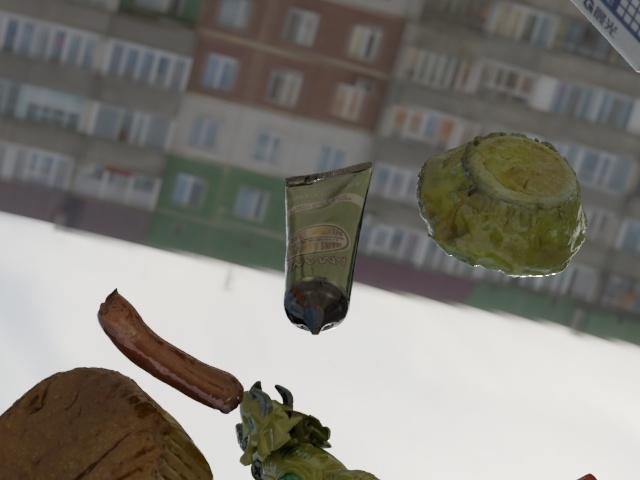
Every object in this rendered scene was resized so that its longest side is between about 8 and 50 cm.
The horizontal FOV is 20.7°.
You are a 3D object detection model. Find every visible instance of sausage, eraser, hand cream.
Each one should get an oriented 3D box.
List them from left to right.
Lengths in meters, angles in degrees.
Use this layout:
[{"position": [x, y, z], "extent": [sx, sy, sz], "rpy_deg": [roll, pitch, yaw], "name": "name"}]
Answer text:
[{"position": [-0.141, 0.110, 1.640], "extent": [0.177, 0.047, 0.040], "rpy_deg": [37, -165, -29], "name": "sausage"}, {"position": [0.000, 0.000, 1.559], "extent": [0.086, 0.055, 0.235], "rpy_deg": [-10, -145, 11], "name": "hand cream"}, {"position": [0.372, -0.351, 2.249], "extent": [0.081, 0.124, 0.279], "rpy_deg": [-24, -118, -26], "name": "eraser"}]

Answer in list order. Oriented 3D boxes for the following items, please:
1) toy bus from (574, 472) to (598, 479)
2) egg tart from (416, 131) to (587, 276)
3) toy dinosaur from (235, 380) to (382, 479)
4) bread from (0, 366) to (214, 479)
[{"position": [0.190, 0.246, 1.105], "extent": [0.077, 0.065, 0.192], "rpy_deg": [-20, -106, -36], "name": "toy bus"}, {"position": [0.193, -0.050, 1.808], "extent": [0.197, 0.078, 0.197], "rpy_deg": [10, -139, -9], "name": "egg tart"}, {"position": [-0.005, 0.244, 1.726], "extent": [0.094, 0.153, 0.259], "rpy_deg": [-9, -159, -38], "name": "toy dinosaur"}, {"position": [-0.233, 0.253, 1.667], "extent": [0.227, 0.253, 0.142], "rpy_deg": [51, -178, 42], "name": "bread"}]
